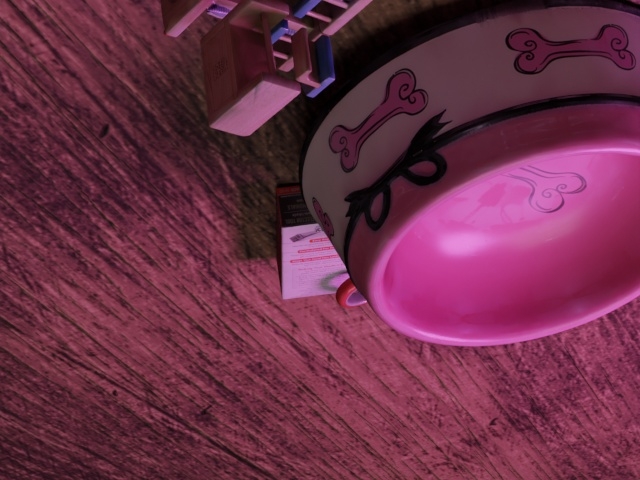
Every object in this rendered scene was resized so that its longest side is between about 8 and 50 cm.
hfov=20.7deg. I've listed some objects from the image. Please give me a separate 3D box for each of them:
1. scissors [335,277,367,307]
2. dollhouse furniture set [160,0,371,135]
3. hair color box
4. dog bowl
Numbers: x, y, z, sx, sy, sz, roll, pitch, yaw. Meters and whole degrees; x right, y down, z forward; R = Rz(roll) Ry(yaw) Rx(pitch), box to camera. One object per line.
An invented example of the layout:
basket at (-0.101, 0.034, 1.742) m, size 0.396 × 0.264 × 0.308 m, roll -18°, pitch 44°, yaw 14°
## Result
scissors at (0.129, 0.042, 1.983) m, size 0.297 × 0.021 × 0.109 m, roll 5°, pitch 135°, yaw -50°
dollhouse furniture set at (-0.041, -0.160, 1.432) m, size 0.129 × 0.183 × 0.129 m, roll 14°, pitch 145°, yaw -35°
hair color box at (0.000, 0.000, 1.880) m, size 0.093 × 0.053 × 0.167 m, roll -7°, pitch 153°, yaw -5°
dog bowl at (0.191, -0.045, 1.684) m, size 0.408 × 0.150 × 0.408 m, roll -11°, pitch 147°, yaw -7°
